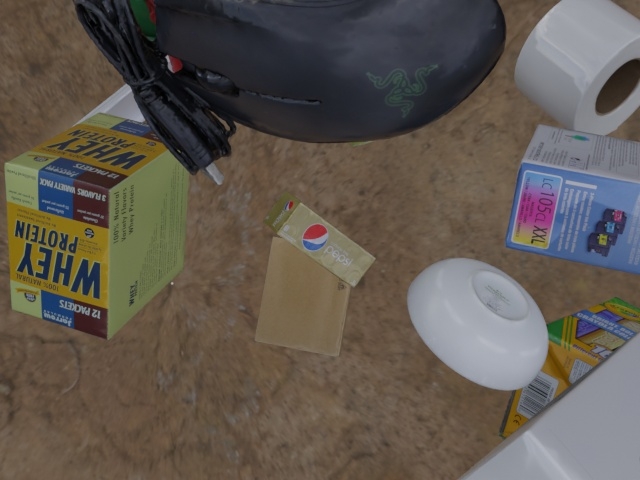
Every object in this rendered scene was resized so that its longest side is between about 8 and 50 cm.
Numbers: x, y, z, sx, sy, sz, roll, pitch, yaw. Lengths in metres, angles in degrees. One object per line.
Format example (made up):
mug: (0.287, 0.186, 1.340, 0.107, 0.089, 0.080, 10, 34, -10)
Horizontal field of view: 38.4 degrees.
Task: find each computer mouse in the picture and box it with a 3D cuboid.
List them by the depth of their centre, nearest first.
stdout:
computer mouse: (-0.024, -0.102, 0.564, 0.272, 0.188, 0.072, -2, 50, 28)

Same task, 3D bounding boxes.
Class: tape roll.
tape roll: (0.525, -0.341, 1.793, 0.246, 0.246, 0.169, -37, 58, -9)

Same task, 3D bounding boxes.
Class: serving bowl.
serving bowl: (0.088, 0.038, 0.488, 0.083, 0.083, 0.027, 26, 127, -7)

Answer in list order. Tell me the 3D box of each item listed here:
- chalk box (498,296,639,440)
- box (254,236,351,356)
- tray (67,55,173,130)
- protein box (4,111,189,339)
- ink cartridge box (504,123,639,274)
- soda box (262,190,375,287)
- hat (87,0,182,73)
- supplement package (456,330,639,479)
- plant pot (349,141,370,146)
chalk box: (0.415, 0.203, 1.256, 0.288, 0.179, 0.180, -11, 122, -44)
box: (-0.028, 0.103, 1.711, 0.164, 0.021, 0.201, 10, 88, 12)
tray: (-0.334, -0.229, 1.577, 0.270, 0.145, 0.030, -39, 83, -2)
protein box: (-0.267, -0.024, 1.129, 0.135, 0.201, 0.200, 15, 118, 14)
ink cartridge box: (0.511, -0.055, 1.443, 0.395, 0.270, 0.151, 11, 112, 15)
soda box: (0.000, 0.000, 1.424, 0.181, 0.058, 0.061, 36, 91, -35)
hat: (-0.123, -0.243, 0.867, 0.173, 0.183, 0.209, -34, 120, -13)
supplement package: (0.286, 0.249, 0.957, 0.293, 0.175, 0.177, -22, 68, -47)
plant pot: (0.129, -0.357, 1.792, 0.276, 0.276, 0.254, -27, 101, -9)
